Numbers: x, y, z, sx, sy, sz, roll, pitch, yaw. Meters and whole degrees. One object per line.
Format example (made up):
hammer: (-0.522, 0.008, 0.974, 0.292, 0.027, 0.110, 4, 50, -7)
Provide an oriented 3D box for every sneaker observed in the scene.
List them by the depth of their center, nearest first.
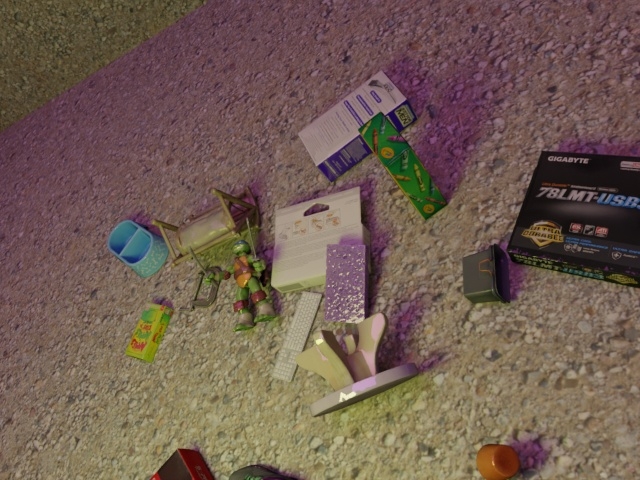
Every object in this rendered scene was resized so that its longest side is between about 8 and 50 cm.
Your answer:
sneaker: (-0.147, 0.587, 1.359, 0.223, 0.098, 0.083, -6, 60, 29)

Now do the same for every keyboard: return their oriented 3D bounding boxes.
keyboard: (-0.065, 0.263, 1.558, 0.072, 0.014, 0.256, 7, 66, 35)

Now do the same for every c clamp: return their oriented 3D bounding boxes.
c clamp: (-0.389, 0.159, 1.821, 0.137, 0.022, 0.161, 3, 65, 34)

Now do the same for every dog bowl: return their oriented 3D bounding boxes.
dog bowl: (-0.676, 0.020, 2.054, 0.297, 0.074, 0.166, 27, 79, 39)

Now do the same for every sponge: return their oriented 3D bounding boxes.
sponge: (0.070, 0.114, 1.494, 0.117, 0.031, 0.210, 0, 86, 26)

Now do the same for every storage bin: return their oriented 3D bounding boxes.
storage bin: (0.388, 0.085, 1.333, 0.091, 0.098, 0.135, -18, 54, 35)

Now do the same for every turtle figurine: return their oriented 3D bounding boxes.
turtle figurine: (-0.244, 0.116, 1.610, 0.197, 0.275, 0.266, -17, 74, -3)

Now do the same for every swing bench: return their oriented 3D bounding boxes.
swing bench: (-0.351, -0.050, 1.806, 0.253, 0.254, 0.165, -25, 88, 19)

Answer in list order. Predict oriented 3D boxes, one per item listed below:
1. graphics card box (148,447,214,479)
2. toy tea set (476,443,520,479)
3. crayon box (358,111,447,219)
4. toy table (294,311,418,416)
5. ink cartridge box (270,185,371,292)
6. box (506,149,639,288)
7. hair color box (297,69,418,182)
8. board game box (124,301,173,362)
graphics card box: (-0.414, 0.754, 1.433, 0.371, 0.094, 0.233, -48, 49, 0)
toy tea set: (0.318, 0.562, 1.075, 0.200, 0.124, 0.336, 36, 63, 8)
crayon box: (0.220, -0.191, 1.476, 0.081, 0.278, 0.165, -37, 50, 10)
toy table: (0.076, 0.293, 1.323, 0.274, 0.252, 0.161, -25, 69, 7)
ink cartridge box: (0.000, 0.000, 1.641, 0.296, 0.066, 0.261, -14, 57, 25)
box: (0.618, -0.062, 1.286, 0.295, 0.073, 0.293, 13, 71, 36)
hair color box: (0.113, -0.358, 1.760, 0.338, 0.110, 0.185, -36, 48, 11)
board game box: (-0.559, 0.299, 1.831, 0.092, 0.043, 0.181, 5, 66, 34)
